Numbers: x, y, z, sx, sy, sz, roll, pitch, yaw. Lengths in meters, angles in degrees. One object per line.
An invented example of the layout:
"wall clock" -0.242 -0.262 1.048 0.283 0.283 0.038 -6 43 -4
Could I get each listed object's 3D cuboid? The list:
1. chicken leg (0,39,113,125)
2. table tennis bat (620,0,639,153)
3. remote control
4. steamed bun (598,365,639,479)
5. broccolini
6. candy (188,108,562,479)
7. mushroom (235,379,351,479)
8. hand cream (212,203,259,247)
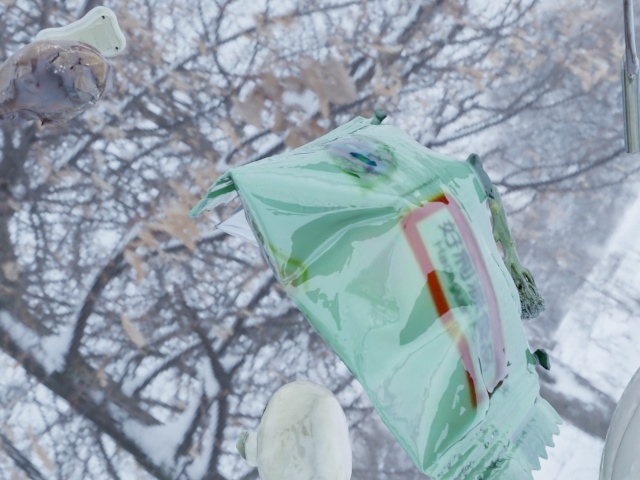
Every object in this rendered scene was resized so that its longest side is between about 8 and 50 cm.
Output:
"chicken leg" -0.383 -0.156 1.077 0.304 0.093 0.113 -19 0 7
"table tennis bat" 0.354 -0.237 1.080 0.173 0.022 0.301 -66 -32 -53
"remote control" -0.343 -0.283 1.342 0.122 0.032 0.074 -26 -58 -12
"steamed bun" 0.353 0.141 0.633 0.309 0.309 0.309 -56 -13 -20
"broccolini" 0.288 0.015 1.400 0.067 0.058 0.216 127 136 -61
"candy" 0.083 0.060 0.884 0.263 0.398 0.172 -26 -9 -48
"mushroom" -0.046 0.373 1.694 0.246 0.202 0.246 -1 -90 -71
"hand cream" 0.000 0.000 1.189 0.121 0.336 0.076 -32 -52 -29
